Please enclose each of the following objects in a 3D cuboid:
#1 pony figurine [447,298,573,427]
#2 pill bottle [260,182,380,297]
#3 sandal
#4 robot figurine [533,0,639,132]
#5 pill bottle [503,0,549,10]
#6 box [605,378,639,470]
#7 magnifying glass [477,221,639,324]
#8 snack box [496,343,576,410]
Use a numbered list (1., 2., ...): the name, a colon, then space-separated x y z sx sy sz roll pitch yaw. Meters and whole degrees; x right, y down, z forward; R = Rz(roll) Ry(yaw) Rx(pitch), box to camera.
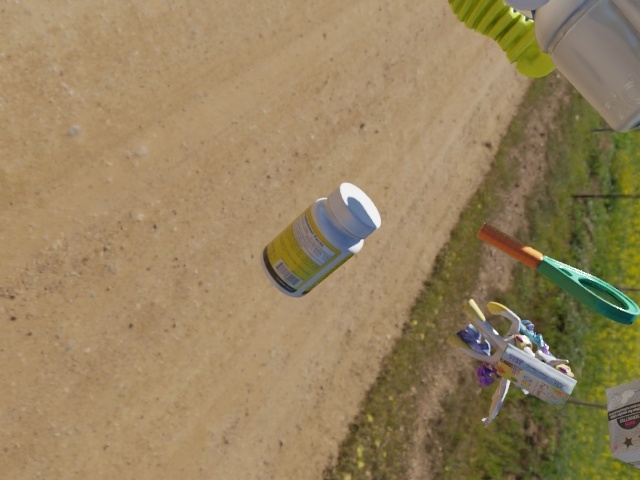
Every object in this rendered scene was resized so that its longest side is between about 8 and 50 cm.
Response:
1. pony figurine: 0.587 0.380 1.988 0.303 0.363 0.351 -33 151 -34
2. pill bottle: 0.000 0.000 1.115 0.119 0.208 0.119 36 30 -25
3. sandal: 0.387 -0.486 1.320 0.317 0.126 0.138 47 49 -6
4. robot figurine: 0.479 -0.313 0.979 0.353 0.200 0.300 53 8 12
5. pill bottle: 0.273 -0.357 0.814 0.137 0.078 0.078 -64 142 -49
6. box: 0.660 0.321 1.103 0.163 0.247 0.142 29 50 -19
7. magnifying glass: 0.320 0.042 0.850 0.026 0.231 0.092 -66 166 22
8. snack box: 0.423 0.270 1.238 0.037 0.141 0.100 -52 154 -19
